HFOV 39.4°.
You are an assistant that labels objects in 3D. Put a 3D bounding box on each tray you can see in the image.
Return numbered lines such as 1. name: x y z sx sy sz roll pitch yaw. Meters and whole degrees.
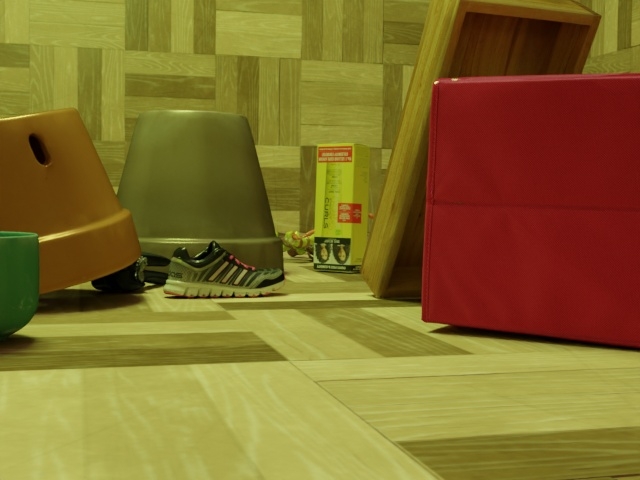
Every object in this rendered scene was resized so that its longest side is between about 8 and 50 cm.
1. tray: 0.197 -0.115 1.169 0.203 0.411 0.076 0 31 -23

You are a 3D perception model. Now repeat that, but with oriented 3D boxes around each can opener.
1. can opener: -0.260 0.040 1.293 0.073 0.059 0.186 1 3 16

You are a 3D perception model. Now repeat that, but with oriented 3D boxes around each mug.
1. mug: -0.332 0.042 0.822 0.129 0.097 0.157 -2 4 -43

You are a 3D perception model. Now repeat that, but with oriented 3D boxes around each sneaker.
1. sneaker: -0.128 0.037 1.210 0.170 0.075 0.063 0 3 -20

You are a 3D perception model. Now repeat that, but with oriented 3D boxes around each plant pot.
1. plant pot: -0.222 -0.081 1.566 0.323 0.280 0.323 2 3 0
2. plant pot: -0.388 -0.052 1.118 0.291 0.203 0.291 -9 12 2

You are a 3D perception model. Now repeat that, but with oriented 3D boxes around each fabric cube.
1. fabric cube: 0.278 -0.036 0.943 0.258 0.259 0.254 3 3 32

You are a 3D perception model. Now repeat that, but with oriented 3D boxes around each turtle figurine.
1. turtle figurine: 0.000 0.000 1.927 0.217 0.087 0.269 -7 5 45

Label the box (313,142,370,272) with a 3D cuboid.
1. box: 0.039 -0.059 1.631 0.087 0.232 0.058 4 1 34
